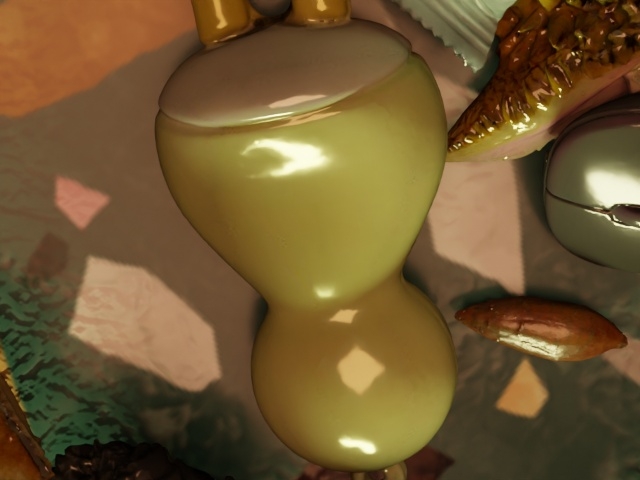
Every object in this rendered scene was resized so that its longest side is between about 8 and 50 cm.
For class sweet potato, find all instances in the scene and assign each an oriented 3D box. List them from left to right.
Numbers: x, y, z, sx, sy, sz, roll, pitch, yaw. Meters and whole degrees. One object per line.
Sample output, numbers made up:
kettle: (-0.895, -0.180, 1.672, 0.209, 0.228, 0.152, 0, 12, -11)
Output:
sweet potato: (0.118, 0.047, 0.829, 0.095, 0.034, 0.034, 7, 100, -6)

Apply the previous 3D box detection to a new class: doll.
doll: (0.001, -0.004, 0.783, 0.141, 0.117, 0.296, -10, 115, 6)

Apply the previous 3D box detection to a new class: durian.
durian: (0.140, -0.113, 0.777, 0.140, 0.078, 0.224, 43, 95, -9)

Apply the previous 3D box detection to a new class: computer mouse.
computer mouse: (0.229, -0.032, 0.789, 0.232, 0.057, 0.120, -5, 140, -3)

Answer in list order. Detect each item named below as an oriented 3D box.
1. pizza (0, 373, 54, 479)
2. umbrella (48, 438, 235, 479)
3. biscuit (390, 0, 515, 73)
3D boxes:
pizza: (-0.202, 0.066, 0.794, 0.176, 0.036, 0.185, 15, 103, 16)
umbrella: (-0.027, 0.236, 0.824, 0.128, 0.154, 0.336, -50, 122, -18)
biscuit: (0.113, -0.221, 0.653, 0.186, 0.079, 0.309, 27, 119, -40)
